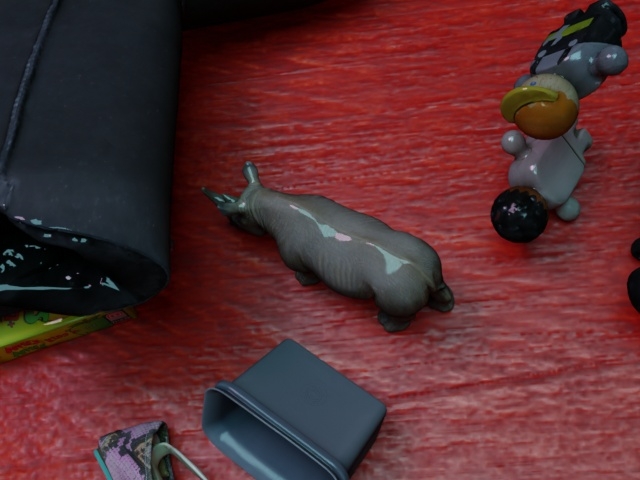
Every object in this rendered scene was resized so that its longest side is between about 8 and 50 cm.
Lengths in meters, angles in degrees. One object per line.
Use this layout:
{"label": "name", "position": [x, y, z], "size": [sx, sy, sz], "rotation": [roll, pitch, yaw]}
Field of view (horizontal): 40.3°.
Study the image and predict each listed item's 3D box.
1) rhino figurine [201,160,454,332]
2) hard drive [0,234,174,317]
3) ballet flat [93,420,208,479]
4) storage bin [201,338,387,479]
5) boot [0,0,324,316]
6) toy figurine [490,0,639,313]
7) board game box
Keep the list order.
{"label": "rhino figurine", "position": [0.000, 0.000, 0.753], "size": [0.243, 0.106, 0.073], "rotation": [26, 74, 17]}
{"label": "hard drive", "position": [-0.314, -0.032, 0.801], "size": [0.339, 0.064, 0.237], "rotation": [-17, 50, 1]}
{"label": "ballet flat", "position": [-0.113, 0.222, 0.677], "size": [0.079, 0.077, 0.221], "rotation": [-30, 44, -7]}
{"label": "storage bin", "position": [-0.016, 0.152, 0.713], "size": [0.135, 0.098, 0.091], "rotation": [33, 49, 19]}
{"label": "boot", "position": [-0.127, -0.145, 0.716], "size": [0.367, 0.146, 0.445], "rotation": [-4, 44, 5]}
{"label": "toy figurine", "position": [0.240, -0.058, 0.684], "size": [0.209, 0.213, 0.148], "rotation": [26, 61, 16]}
{"label": "board game box", "position": [-0.270, 0.053, 0.806], "size": [0.181, 0.043, 0.092], "rotation": [-19, 67, 1]}
